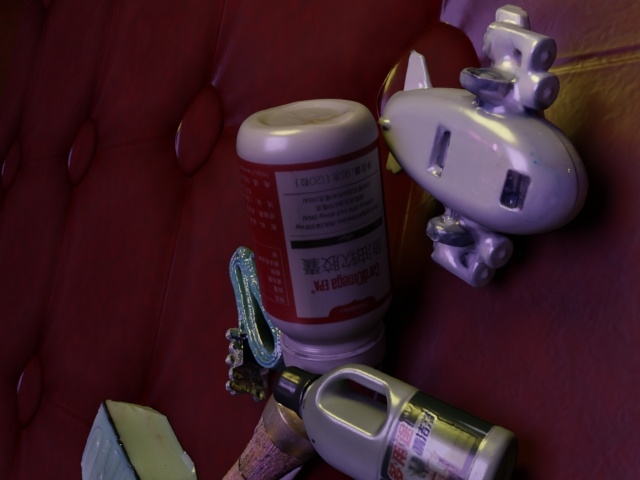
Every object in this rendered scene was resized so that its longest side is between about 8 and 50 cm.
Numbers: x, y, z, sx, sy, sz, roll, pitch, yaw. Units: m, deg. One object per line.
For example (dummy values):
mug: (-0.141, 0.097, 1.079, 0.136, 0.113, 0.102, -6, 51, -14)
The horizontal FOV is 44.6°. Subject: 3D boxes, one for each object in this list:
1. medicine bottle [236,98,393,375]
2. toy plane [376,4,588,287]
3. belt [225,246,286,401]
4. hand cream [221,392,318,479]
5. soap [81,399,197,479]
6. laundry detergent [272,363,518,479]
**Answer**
medicine bottle: (0.000, 0.000, 0.743, 0.131, 0.131, 0.250, 24, 128, 53)
toy plane: (0.138, -0.081, 0.687, 0.244, 0.117, 0.245, 12, 104, 56)
belt: (-0.077, 0.092, 0.945, 0.100, 0.065, 0.179, -42, 45, 25)
hand cream: (-0.055, 0.232, 0.855, 0.203, 0.084, 0.084, -53, 42, 34)
soap: (-0.253, 0.330, 1.061, 0.230, 0.091, 0.145, 35, 106, 50)
laundry detergent: (0.053, 0.166, 0.680, 0.225, 0.070, 0.099, 21, 113, 32)
